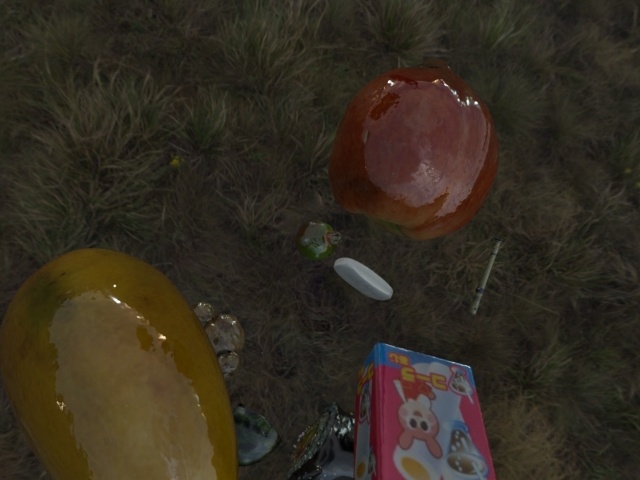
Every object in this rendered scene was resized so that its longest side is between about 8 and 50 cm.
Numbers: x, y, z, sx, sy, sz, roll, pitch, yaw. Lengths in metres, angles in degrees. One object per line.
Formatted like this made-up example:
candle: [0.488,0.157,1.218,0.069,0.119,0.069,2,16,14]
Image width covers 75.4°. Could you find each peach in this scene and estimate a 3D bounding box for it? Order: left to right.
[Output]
peach: [0.132,-0.134,0.575,0.233,0.232,0.256,28,89,0]

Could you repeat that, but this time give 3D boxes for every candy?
candy: [0.130,0.295,0.532,0.158,0.100,0.305,16,38,-8]

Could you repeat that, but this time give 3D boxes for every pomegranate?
pomegranate: [0.000,0.000,1.720,0.180,0.210,0.179,3,86,-46]

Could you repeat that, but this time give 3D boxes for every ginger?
ginger: [-0.365,0.338,1.374,0.304,0.155,0.244,4,74,39]

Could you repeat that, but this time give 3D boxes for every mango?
mango: [-0.255,0.183,0.531,0.232,0.299,0.446,-12,34,-39]

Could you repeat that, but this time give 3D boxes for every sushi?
sushi: [0.050,0.572,1.072,0.219,0.238,0.225,44,38,-8]

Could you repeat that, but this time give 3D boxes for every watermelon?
watermelon: [-0.240,0.640,1.322,0.193,0.137,0.145,45,48,-4]

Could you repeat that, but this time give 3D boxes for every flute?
flute: [0.471,0.104,1.185,0.027,0.027,0.232,16,100,-3]

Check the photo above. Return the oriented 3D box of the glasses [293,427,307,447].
glasses: [0.003,0.809,1.610,0.256,0.095,0.162,-17,59,18]

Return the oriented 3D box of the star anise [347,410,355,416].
star anise: [0.140,0.548,1.259,0.141,0.042,0.140,-7,55,10]

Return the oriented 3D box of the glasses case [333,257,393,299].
glasses case: [0.141,0.128,1.346,0.233,0.092,0.059,38,59,-27]

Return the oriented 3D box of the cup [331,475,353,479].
cup: [0.043,0.379,0.561,0.078,0.077,0.100,32,64,-20]
